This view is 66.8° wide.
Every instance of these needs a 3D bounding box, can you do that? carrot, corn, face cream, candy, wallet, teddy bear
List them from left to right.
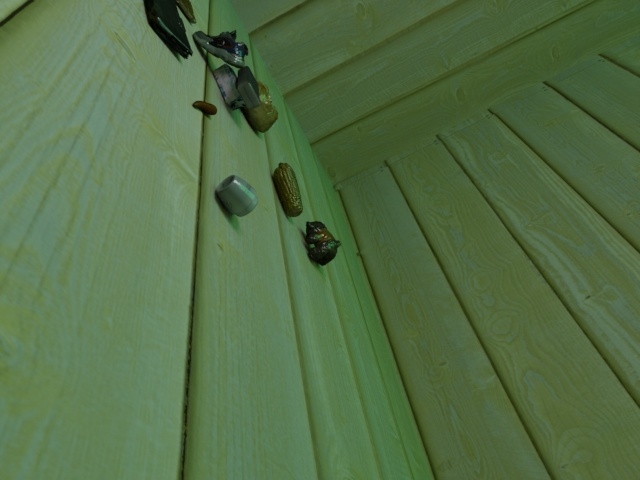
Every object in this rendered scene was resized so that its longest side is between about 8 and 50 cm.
[{"bbox_3d":[-0.489,-0.716,1.512,0.169,0.044,0.317,42,22,-57],"label":"wallet"},{"bbox_3d":[-0.354,-0.408,1.486,0.035,0.035,0.142,65,16,4],"label":"carrot"},{"bbox_3d":[-0.348,-0.596,1.881,0.160,0.073,0.092,66,12,8],"label":"candy"},{"bbox_3d":[-0.219,-0.118,1.279,0.095,0.091,0.091,50,15,-31],"label":"face cream"},{"bbox_3d":[-0.133,-0.212,2.001,0.097,0.097,0.262,47,23,-62],"label":"corn"},{"bbox_3d":[0.000,0.000,2.083,0.190,0.140,0.177,59,9,24],"label":"teddy bear"}]

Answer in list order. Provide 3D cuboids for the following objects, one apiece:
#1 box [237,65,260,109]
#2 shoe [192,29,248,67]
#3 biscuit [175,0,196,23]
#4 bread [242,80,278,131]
[{"bbox_3d":[-0.277,-0.590,1.867,0.244,0.055,0.103,-103,167,-55],"label":"box"},{"bbox_3d":[-0.366,-0.748,1.828,0.227,0.125,0.099,32,12,0],"label":"shoe"},{"bbox_3d":[-0.545,-0.958,1.894,0.131,0.026,0.237,53,14,-58],"label":"biscuit"},{"bbox_3d":[-0.275,-0.599,2.117,0.244,0.134,0.244,-25,90,-84],"label":"bread"}]
